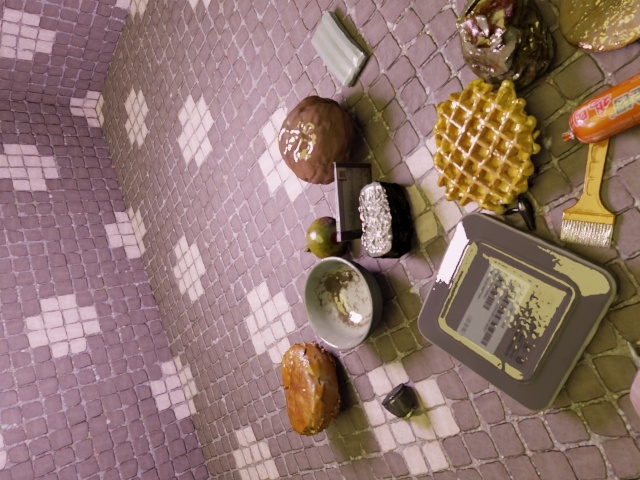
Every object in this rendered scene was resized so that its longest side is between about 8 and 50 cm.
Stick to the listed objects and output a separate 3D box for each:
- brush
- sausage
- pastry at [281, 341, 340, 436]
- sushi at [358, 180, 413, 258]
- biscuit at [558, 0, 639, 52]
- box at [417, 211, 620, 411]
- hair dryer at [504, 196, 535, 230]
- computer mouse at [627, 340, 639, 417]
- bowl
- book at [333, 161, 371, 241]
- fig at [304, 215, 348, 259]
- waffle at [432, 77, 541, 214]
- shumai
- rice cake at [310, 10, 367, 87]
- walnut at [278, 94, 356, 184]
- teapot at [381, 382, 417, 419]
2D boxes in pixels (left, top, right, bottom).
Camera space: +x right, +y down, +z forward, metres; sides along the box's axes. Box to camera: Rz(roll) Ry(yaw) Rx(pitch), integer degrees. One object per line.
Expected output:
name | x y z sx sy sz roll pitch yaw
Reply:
brush | 0.579 -0.123 0.946 0.103 0.013 0.273 13 104 45
sausage | 0.608 -0.271 0.829 0.312 0.092 0.093 -27 76 43
pastry | -0.028 0.514 1.568 0.255 0.161 0.311 -38 58 54
sushi | 0.192 -0.059 1.279 0.124 0.127 0.225 -18 75 47
biscuit | 0.576 -0.480 0.873 0.219 0.033 0.220 1 92 54
box | 0.441 0.159 1.059 0.373 0.090 0.368 32 115 37
hair dryer | 0.470 -0.058 1.067 0.083 0.031 0.079 -14 94 60
computer mouse | 0.706 0.355 0.809 0.199 0.114 0.389 -48 63 36
bowl | 0.094 0.187 1.406 0.289 0.146 0.290 6 99 45
book | 0.101 -0.118 1.344 0.026 0.157 0.232 1 96 48
fig | 0.000 0.000 1.522 0.245 0.149 0.150 168 93 -66
waffle | 0.374 -0.222 1.064 0.329 0.062 0.330 35 136 43
shumai | 0.377 -0.455 0.973 0.189 0.218 0.256 -36 73 37
rice cake | 0.055 -0.603 1.409 0.127 0.043 0.237 -52 58 39
walnut | -0.011 -0.307 1.388 0.273 0.226 0.274 17 113 44
teapot | 0.244 0.493 1.352 0.092 0.124 0.091 -42 78 -3
